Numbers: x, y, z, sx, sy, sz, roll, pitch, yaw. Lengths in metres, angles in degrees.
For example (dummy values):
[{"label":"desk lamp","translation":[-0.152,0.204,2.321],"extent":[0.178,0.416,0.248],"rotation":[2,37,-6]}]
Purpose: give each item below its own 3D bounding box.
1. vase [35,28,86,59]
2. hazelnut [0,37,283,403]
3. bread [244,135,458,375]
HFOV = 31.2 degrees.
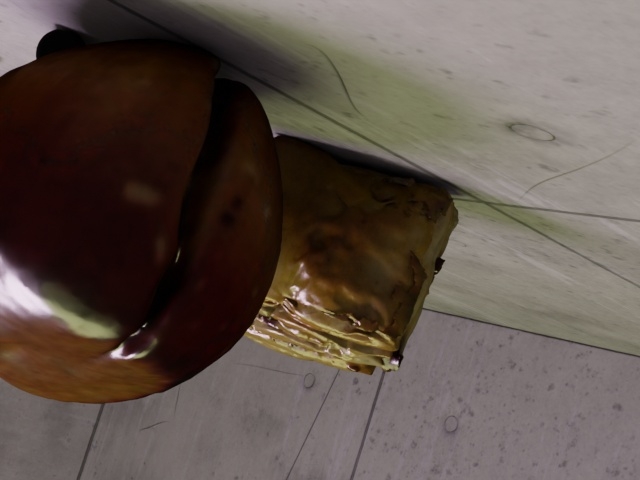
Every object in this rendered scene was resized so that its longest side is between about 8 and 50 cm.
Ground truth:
[{"label":"vase","translation":[-0.311,-0.203,1.391],"extent":[0.059,0.060,0.211],"rotation":[18,172,-9]},{"label":"hazelnut","translation":[-0.245,-0.023,1.222],"extent":[0.402,0.402,0.429],"rotation":[19,157,-16]},{"label":"bread","translation":[-0.009,0.012,1.511],"extent":[0.324,0.278,0.167],"rotation":[19,169,19]}]
